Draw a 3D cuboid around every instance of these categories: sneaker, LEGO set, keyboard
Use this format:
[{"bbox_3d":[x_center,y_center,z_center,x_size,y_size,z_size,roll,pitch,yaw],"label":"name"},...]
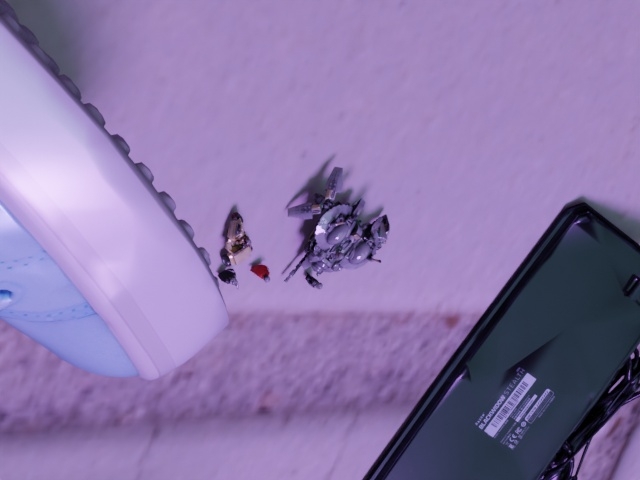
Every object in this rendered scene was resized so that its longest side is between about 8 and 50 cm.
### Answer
[{"bbox_3d":[-0.173,-0.048,0.545,0.150,0.135,0.366,-42,129,1],"label":"sneaker"},{"bbox_3d":[-0.001,0.002,0.792,0.083,0.023,0.054,-27,132,-25],"label":"LEGO set"},{"bbox_3d":[0.092,0.078,0.930,0.100,0.038,0.192,36,93,-25],"label":"keyboard"}]
